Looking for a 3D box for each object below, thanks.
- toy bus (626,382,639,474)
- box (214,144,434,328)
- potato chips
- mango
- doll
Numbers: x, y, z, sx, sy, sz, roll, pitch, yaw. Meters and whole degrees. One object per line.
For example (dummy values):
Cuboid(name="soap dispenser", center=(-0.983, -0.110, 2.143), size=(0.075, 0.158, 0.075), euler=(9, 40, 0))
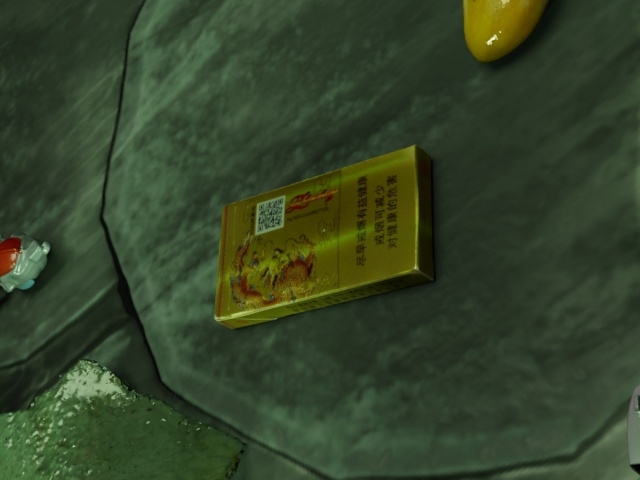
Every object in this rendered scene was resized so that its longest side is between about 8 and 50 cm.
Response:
Cuboid(name="toy bus", center=(0.204, 0.079, 0.523), size=(0.130, 0.037, 0.052), euler=(-15, 58, 32))
Cuboid(name="box", center=(0.000, 0.000, 0.735), size=(0.156, 0.022, 0.089), euler=(-18, 57, 32))
Cuboid(name="potato chips", center=(-0.155, 0.154, 0.760), size=(0.228, 0.059, 0.167), euler=(-32, 43, 22))
Cuboid(name="mango", center=(0.113, -0.151, 0.707), size=(0.060, 0.046, 0.089), euler=(23, 97, 45))
Cuboid(name="doll", center=(-0.240, 0.019, 0.907), size=(0.114, 0.039, 0.057), euler=(-13, 33, 43))
